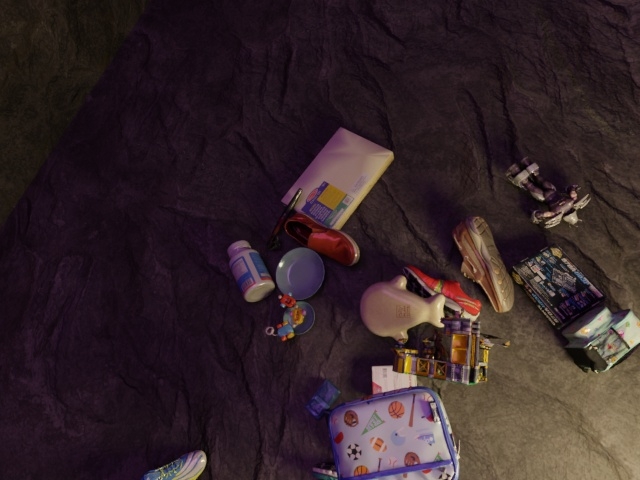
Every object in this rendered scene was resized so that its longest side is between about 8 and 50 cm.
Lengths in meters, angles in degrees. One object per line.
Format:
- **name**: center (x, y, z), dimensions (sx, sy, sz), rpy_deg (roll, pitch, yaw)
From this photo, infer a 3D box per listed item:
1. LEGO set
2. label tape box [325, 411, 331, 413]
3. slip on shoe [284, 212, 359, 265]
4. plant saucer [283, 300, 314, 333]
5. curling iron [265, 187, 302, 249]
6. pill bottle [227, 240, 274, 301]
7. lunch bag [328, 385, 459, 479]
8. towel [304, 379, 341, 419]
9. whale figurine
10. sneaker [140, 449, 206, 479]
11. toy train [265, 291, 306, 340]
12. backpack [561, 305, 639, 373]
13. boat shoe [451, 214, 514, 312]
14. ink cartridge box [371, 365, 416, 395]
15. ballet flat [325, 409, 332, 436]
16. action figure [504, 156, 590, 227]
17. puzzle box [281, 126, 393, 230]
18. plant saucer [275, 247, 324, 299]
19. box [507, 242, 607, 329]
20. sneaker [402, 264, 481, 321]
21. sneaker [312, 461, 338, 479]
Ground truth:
- **LEGO set**: center (0.356, 0.289, 1.216), dimensions (0.254, 0.331, 0.192), rpy_deg (-3, 74, 43)
- **label tape box**: center (0.189, 0.573, 1.201), dimensions (0.333, 0.241, 0.106), rpy_deg (6, 71, 21)
- **slip on shoe**: center (0.000, 0.000, 1.571), dimensions (0.331, 0.123, 0.101), rpy_deg (32, 35, 28)
- **plant saucer**: center (-0.074, 0.279, 1.540), dimensions (0.119, 0.021, 0.120), rpy_deg (-7, 65, 15)
- **curling iron**: center (-0.136, -0.080, 1.676), dimensions (0.068, 0.035, 0.274), rpy_deg (31, 95, 38)
- **pill bottle**: center (-0.270, 0.111, 1.622), dimensions (0.124, 0.124, 0.222), rpy_deg (-32, 61, 2)
- **lunch bag**: center (0.181, 0.494, 1.037), dimensions (0.303, 0.115, 0.243), rpy_deg (-16, 66, 13)
- **towel**: center (0.008, 0.520, 1.402), dimensions (0.067, 0.029, 0.119), rpy_deg (36, 81, 27)
- **whale figurine**: center (0.266, 0.219, 1.381), dimensions (0.271, 0.141, 0.217), rpy_deg (-4, 86, 22)
- **sneaker**: center (-0.493, 0.770, 1.397), dimensions (0.240, 0.126, 0.091), rpy_deg (-35, 61, 1)
- **toy train**: center (-0.117, 0.274, 1.520), dimensions (0.125, 0.046, 0.166), rpy_deg (19, 71, 26)
- **backpack**: center (0.787, 0.262, 1.186), dimensions (0.188, 0.166, 0.145), rpy_deg (-28, 71, 1)
- **boat shoe**: center (0.524, 0.081, 1.396), dimensions (0.116, 0.123, 0.325), rpy_deg (-32, 65, 41)
- **ink cartridge box**: center (0.233, 0.446, 1.346), dimensions (0.135, 0.056, 0.099), rpy_deg (-6, 66, 16)
- **ballet flat**: center (0.074, 0.606, 1.311), dimensions (0.074, 0.074, 0.203), rpy_deg (-43, 59, -4)
- **action figure**: center (0.754, -0.154, 1.428), dimensions (0.185, 0.099, 0.285), rpy_deg (-31, 65, -5)
- **puzzle box**: center (0.065, -0.241, 1.711), dimensions (0.272, 0.052, 0.409), rpy_deg (34, 81, 27)
- **plant saucer**: center (-0.071, 0.124, 1.589), dimensions (0.194, 0.037, 0.195), rpy_deg (-5, 75, 19)
- **box**: center (0.717, 0.134, 1.308), dimensions (0.175, 0.051, 0.220), rpy_deg (-26, 61, -12)
- **sneaker**: center (0.396, 0.166, 1.412), dimensions (0.279, 0.107, 0.118), rpy_deg (38, 64, 25)
- **sneaker**: center (0.097, 0.726, 1.244), dimensions (0.275, 0.107, 0.110), rpy_deg (13, 80, 23)
